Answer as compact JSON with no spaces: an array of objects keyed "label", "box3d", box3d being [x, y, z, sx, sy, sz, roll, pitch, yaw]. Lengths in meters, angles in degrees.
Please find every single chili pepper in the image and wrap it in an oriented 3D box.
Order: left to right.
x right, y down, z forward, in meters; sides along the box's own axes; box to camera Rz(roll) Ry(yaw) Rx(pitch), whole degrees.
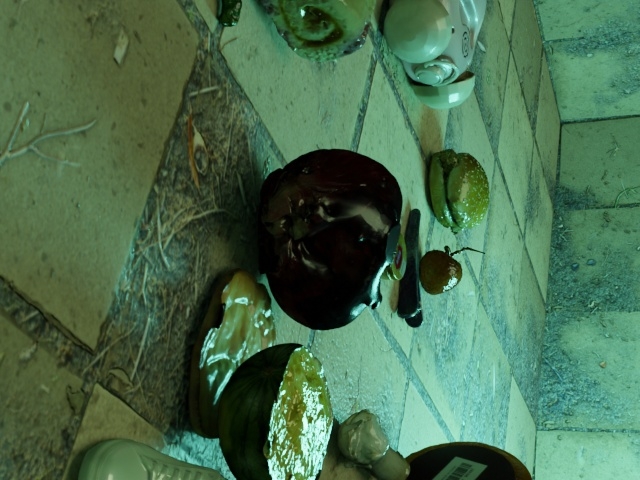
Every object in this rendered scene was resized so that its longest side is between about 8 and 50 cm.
[{"label":"chili pepper","box3d":[-0.131,-0.362,1.284,0.055,0.035,0.118,-81,164,-65]}]

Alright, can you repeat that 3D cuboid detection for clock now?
[{"label":"clock","box3d":[0.259,-0.493,2.040,0.342,0.184,0.326,41,56,-53]}]

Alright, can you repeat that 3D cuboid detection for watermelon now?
[{"label":"watermelon","box3d":[-0.066,0.240,1.191,0.232,0.127,0.204,65,32,-53]}]

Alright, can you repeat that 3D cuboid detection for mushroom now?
[{"label":"mushroom","box3d":[0.096,0.386,1.680,0.278,0.096,0.099,58,38,-56]}]

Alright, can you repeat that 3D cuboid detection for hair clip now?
[{"label":"hair clip","box3d":[0.206,0.050,2.017,0.083,0.048,0.275,38,53,-56]}]

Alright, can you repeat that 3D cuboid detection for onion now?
[{"label":"onion","box3d":[0.007,0.001,1.358,0.281,0.221,0.281,15,90,-70]}]

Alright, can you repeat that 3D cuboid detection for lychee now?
[{"label":"lychee","box3d":[0.287,0.064,2.116,0.140,0.114,0.101,-56,-175,-28]}]

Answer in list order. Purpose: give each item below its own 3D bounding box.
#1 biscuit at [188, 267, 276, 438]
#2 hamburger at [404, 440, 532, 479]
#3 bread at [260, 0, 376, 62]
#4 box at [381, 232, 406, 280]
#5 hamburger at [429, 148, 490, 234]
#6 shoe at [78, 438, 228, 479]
[{"label":"biscuit","box3d":[-0.122,0.160,1.262,0.260,0.041,0.203,-67,150,-42]},{"label":"hamburger","box3d":[0.286,0.582,1.830,0.330,0.330,0.250,-47,132,-58]},{"label":"bread","box3d":[0.014,-0.468,1.479,0.187,0.155,0.338,48,46,-42]},{"label":"box","box3d":[0.145,0.031,1.886,0.105,0.037,0.106,-3,90,-66]},{"label":"hamburger","box3d":[0.340,-0.128,2.245,0.215,0.122,0.189,53,44,-50]},{"label":"shoe","box3d":[-0.168,0.290,1.056,0.265,0.110,0.095,46,48,-61]}]
